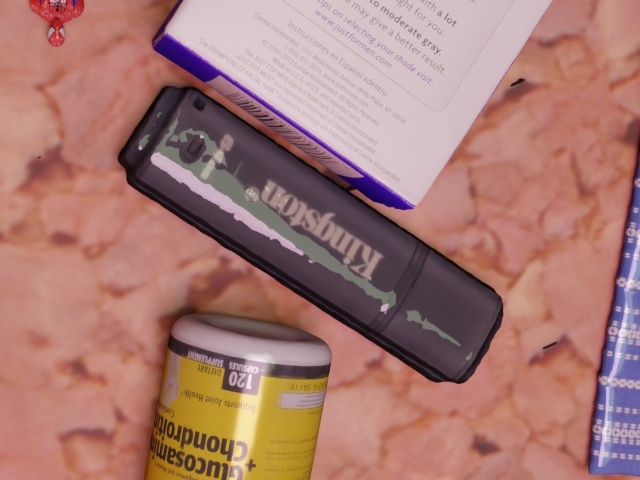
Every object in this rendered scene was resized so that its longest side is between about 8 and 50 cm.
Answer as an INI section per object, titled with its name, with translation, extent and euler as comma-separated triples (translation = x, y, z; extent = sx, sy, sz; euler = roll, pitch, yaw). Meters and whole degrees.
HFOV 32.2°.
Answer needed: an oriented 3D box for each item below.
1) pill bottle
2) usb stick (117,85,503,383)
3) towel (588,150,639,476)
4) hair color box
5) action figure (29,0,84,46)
[pill bottle]
translation = -0.057, 0.144, 0.696
extent = 0.103, 0.103, 0.184
euler = 9, 93, -15
[usb stick]
translation = 0.000, 0.000, 0.726
extent = 0.278, 0.045, 0.077
euler = 34, 88, -15
[towel]
translation = 0.335, 0.021, 0.818
extent = 0.243, 0.040, 0.336
euler = 8, 94, -14
[hair color box]
translation = 0.065, -0.211, 0.691
extent = 0.185, 0.110, 0.339
euler = 34, 88, -14
[action figure]
translation = -0.161, -0.177, 0.677
extent = 0.038, 0.030, 0.115
euler = 0, 98, -19
